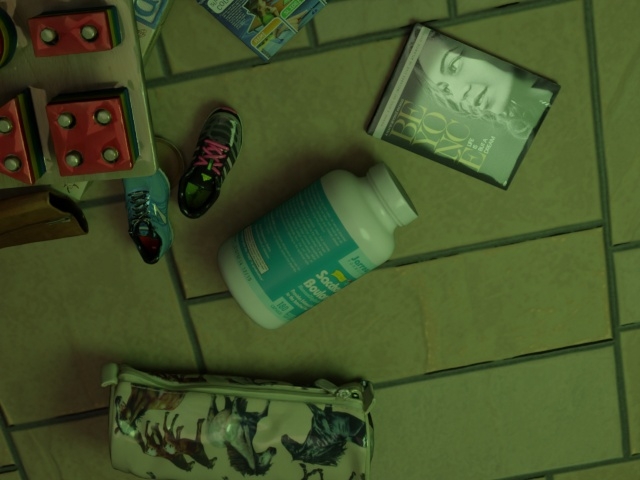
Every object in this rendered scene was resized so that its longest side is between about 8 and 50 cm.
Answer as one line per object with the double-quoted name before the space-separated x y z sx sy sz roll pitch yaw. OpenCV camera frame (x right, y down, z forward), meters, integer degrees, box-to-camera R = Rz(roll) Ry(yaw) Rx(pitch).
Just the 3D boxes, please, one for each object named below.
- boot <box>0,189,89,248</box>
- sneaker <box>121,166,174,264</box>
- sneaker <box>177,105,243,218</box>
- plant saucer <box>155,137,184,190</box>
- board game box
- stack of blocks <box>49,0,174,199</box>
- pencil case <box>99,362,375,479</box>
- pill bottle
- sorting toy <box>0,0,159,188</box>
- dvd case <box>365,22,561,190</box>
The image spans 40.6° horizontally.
"boot" -0.477 -0.017 1.121 0.281 0.264 0.096 -9 72 8
"sneaker" -0.238 -0.037 1.198 0.064 0.073 0.162 -6 123 5
"sneaker" -0.152 -0.099 1.188 0.063 0.075 0.170 23 109 -10
"plant saucer" -0.232 -0.106 1.216 0.084 0.015 0.083 0 112 -1
"board game box" -0.043 -0.335 1.084 0.201 0.035 0.136 -41 139 13
"stack of blocks" -0.328 -0.225 1.128 0.171 0.087 0.297 26 109 -11
"pencil case" -0.122 0.272 1.290 0.411 0.160 0.183 5 111 -3
"pill bottle" 0.000 0.000 1.192 0.264 0.146 0.146 -33 109 12
"sorting toy" -0.347 -0.184 1.048 0.256 0.089 0.257 -5 112 1
"dvd case" 0.196 -0.181 1.194 0.221 0.018 0.164 21 110 -9
